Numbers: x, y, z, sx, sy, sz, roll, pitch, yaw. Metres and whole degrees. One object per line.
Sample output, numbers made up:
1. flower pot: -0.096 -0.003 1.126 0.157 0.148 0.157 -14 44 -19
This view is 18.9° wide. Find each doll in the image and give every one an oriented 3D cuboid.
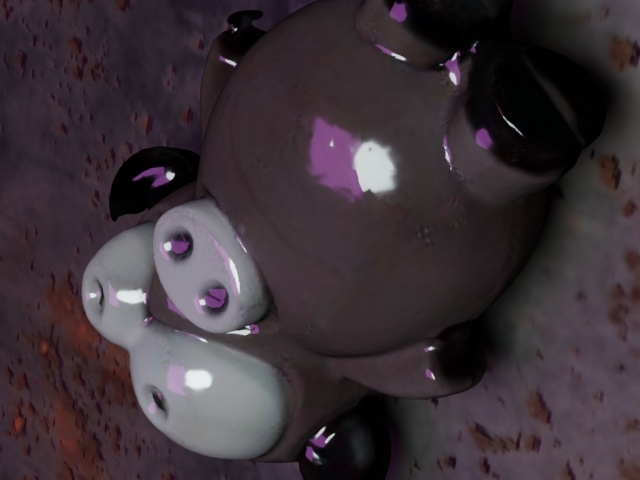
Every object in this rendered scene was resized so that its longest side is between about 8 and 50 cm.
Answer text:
1. doll: 0.002 -0.001 0.746 0.257 0.117 0.182 -43 71 38
